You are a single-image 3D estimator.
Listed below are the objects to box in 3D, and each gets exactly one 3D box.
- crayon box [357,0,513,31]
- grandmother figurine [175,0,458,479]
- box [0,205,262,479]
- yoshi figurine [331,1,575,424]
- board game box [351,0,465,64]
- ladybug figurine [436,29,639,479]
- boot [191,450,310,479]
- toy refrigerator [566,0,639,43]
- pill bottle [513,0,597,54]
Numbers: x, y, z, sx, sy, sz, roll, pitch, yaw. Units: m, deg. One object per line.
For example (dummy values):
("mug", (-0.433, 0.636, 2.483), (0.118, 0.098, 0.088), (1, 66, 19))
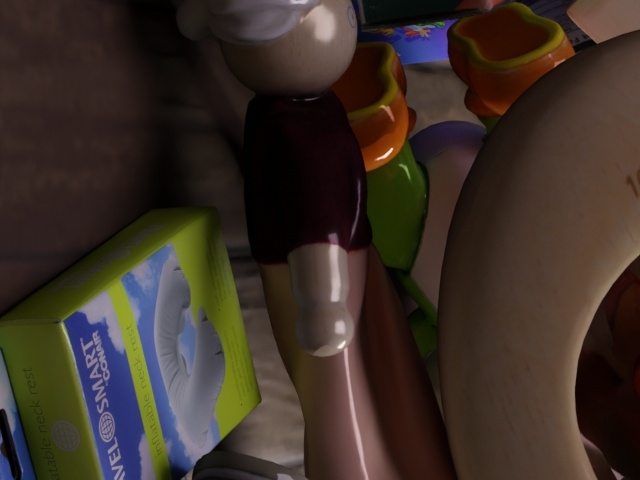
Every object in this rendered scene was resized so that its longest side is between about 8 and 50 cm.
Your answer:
("crayon box", (0.068, -0.288, 1.051), (0.202, 0.081, 0.318), (-31, 114, -60))
("grandmother figurine", (0.000, 0.000, 0.991), (0.208, 0.104, 0.342), (-148, -133, -71))
("box", (-0.090, 0.062, 0.898), (0.178, 0.042, 0.109), (-42, 123, -60))
("yoshi figurine", (0.107, 0.059, 1.160), (0.203, 0.203, 0.362), (-42, 129, -39))
("board game box", (0.046, -0.315, 1.191), (0.233, 0.078, 0.347), (48, 44, -51))
("ladybug figurine", (0.209, 0.090, 1.046), (0.449, 0.305, 0.162), (68, -11, -20))
("boot", (-0.054, 0.223, 0.883), (0.189, 0.076, 0.208), (88, 20, -53))
("toy refrigerator", (0.236, -0.171, 1.239), (0.102, 0.094, 0.269), (43, 22, -3))
("pill bottle", (0.159, -0.105, 1.261), (0.108, 0.108, 0.193), (52, 7, -49))
